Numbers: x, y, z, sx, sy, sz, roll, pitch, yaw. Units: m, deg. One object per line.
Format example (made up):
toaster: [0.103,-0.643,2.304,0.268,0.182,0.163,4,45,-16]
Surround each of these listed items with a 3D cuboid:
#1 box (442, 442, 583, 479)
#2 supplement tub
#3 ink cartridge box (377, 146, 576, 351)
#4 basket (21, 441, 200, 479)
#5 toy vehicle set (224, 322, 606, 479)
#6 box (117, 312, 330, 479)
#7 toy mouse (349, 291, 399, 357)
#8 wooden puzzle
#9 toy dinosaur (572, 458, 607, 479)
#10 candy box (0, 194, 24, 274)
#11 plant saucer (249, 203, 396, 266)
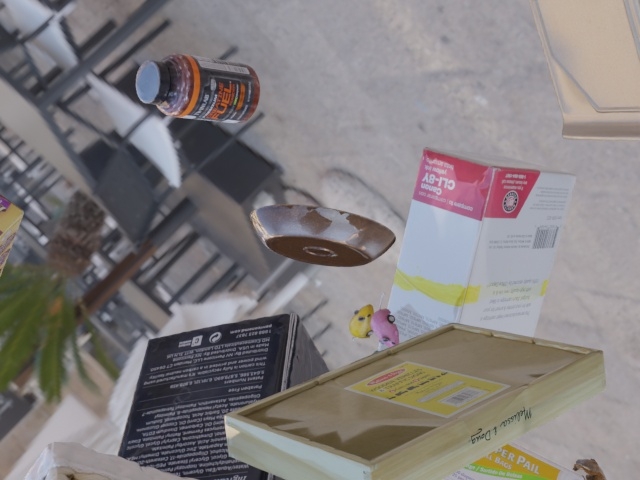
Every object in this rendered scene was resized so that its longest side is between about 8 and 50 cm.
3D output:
box: [0.213,0.320,1.267,0.203,0.114,0.103,25,149,6]
supplement tub: [-0.203,-0.251,1.633,0.198,0.106,0.106,-1,-159,-43]
ink cartridge box: [0.272,0.047,1.730,0.160,0.385,0.279,20,-167,39]
basket: [-0.174,0.415,0.883,0.328,0.331,0.266,27,-156,-29]
toy vehicle set: [0.080,0.128,0.786,0.166,0.266,0.035,7,108,50]
box: [-0.109,0.464,1.647,0.297,0.472,0.480,-12,131,17]
toy mouse: [0.085,0.156,1.479,0.143,0.031,0.161,59,148,35]
wooden puzzle: [0.349,-0.244,1.237,0.221,0.044,0.239,-161,55,-70]
toy dinosaur: [0.437,0.402,1.524,0.112,0.064,0.211,15,-147,-20]
candy box: [-0.366,0.000,0.975,0.109,0.053,0.187,37,142,-5]
plant saucer: [0.000,0.000,1.312,0.198,0.036,0.198,8,166,2]
